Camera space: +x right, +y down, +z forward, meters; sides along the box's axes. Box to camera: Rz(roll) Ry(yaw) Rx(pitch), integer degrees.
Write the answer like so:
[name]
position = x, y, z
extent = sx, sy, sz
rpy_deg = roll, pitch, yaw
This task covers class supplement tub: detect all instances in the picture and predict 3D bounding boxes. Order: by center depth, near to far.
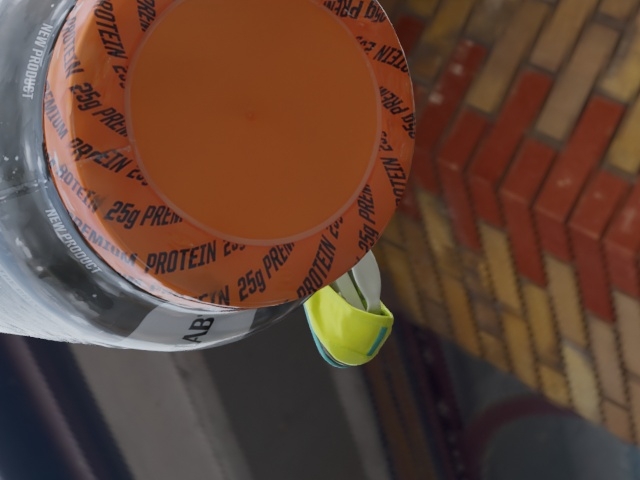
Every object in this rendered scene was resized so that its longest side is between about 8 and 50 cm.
[supplement tub]
position = -0.106, -0.050, 0.875
extent = 0.207, 0.338, 0.207
rpy_deg = 0, -90, -27

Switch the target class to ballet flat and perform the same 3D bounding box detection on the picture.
[ballet flat]
position = 0.000, 0.000, 1.504
extent = 0.077, 0.231, 0.077
rpy_deg = 0, -37, -43
